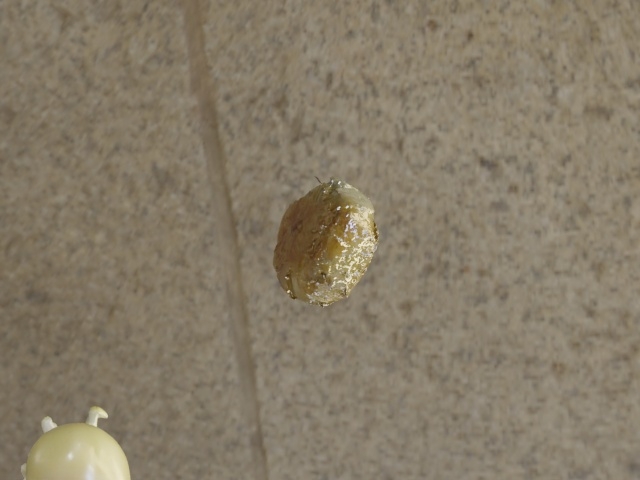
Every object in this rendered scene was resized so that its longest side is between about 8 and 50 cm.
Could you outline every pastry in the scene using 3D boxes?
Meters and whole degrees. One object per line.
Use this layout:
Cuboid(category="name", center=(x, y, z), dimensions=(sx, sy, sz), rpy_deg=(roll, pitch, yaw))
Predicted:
Cuboid(category="pastry", center=(0.004, 0.003, 1.385), dimensions=(0.081, 0.153, 0.153), rpy_deg=(14, 128, -33))

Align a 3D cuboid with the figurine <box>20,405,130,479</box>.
Cuboid(category="figurine", center=(-0.254, 0.351, 1.277), dimensions=(0.227, 0.394, 0.274), rpy_deg=(-18, 148, 12))
